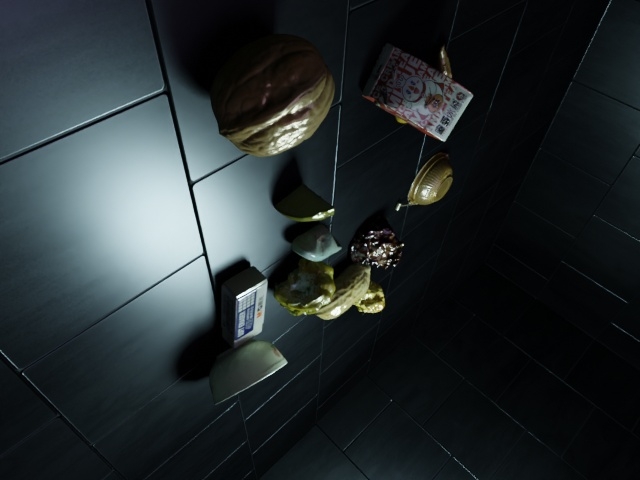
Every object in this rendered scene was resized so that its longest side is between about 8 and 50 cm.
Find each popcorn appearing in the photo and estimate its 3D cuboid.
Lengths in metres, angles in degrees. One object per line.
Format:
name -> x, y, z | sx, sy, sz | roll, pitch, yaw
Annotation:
popcorn -> 0.214, 0.262, 2.262 | 0.180, 0.180, 0.170 | 44, 52, -64

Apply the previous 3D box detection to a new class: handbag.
handbag -> 0.268, -0.432, 1.431 | 0.298, 0.151, 0.171 | 25, 104, -24

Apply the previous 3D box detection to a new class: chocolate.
chocolate -> 0.243, 0.035, 1.997 | 0.206, 0.177, 0.224 | 5, 119, -59

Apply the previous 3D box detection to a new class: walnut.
walnut -> -0.099, -0.292, 1.004 | 0.261, 0.225, 0.225 | -35, 152, -5

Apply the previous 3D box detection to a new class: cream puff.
cream puff -> -0.041, 0.168, 1.734 | 0.221, 0.195, 0.195 | -46, 154, -1

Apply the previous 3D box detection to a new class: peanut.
peanut -> 0.096, 0.203, 2.029 | 0.325, 0.140, 0.153 | -39, 180, -32

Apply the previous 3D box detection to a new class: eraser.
eraser -> -0.244, 0.217, 1.567 | 0.124, 0.081, 0.279 | -31, 147, -35

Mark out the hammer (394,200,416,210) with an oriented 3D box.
hammer -> 0.365, -0.151, 2.095 | 0.110, 0.019, 0.035 | -9, 133, -32

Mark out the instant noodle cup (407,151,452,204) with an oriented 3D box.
instant noodle cup -> 0.497, -0.244, 2.136 | 0.274, 0.091, 0.274 | -38, 152, -25

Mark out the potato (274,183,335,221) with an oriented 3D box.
potato -> -0.043, -0.077, 1.437 | 0.120, 0.149, 0.081 | -40, 146, -16

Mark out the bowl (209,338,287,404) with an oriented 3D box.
bowl -> -0.265, 0.427, 1.686 | 0.277, 0.145, 0.277 | -27, 173, -4

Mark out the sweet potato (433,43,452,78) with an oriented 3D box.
sweet potato -> 0.398, -0.552, 1.615 | 0.060, 0.068, 0.206 | -59, 152, -27

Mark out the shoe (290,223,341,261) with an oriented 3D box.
shoe -> 0.000, 0.000, 1.658 | 0.251, 0.103, 0.100 | -10, 134, -60

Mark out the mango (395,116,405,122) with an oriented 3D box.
mango -> 0.322, -0.451, 1.589 | 0.195, 0.098, 0.137 | -47, 158, 2
